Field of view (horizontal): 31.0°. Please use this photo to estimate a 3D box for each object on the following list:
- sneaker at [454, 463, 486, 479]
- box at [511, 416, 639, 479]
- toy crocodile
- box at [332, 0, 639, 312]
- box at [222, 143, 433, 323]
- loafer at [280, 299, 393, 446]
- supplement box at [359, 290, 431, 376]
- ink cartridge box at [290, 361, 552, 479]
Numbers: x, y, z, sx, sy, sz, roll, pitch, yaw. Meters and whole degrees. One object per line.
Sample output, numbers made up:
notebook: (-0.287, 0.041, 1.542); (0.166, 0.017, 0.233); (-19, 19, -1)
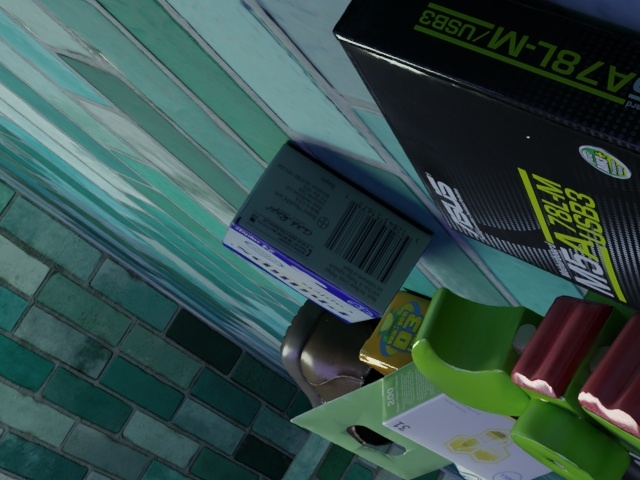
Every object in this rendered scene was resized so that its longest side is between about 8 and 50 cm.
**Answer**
sneaker: (0.248, 0.333, 1.740); (0.086, 0.085, 0.237); (17, 173, -9)
box: (0.293, 0.167, 0.816); (0.295, 0.073, 0.293); (34, 171, -22)
toy crocodile: (0.185, 0.084, 0.584); (0.105, 0.115, 0.340); (39, 168, -34)
box: (0.115, -0.023, 0.471); (0.184, 0.045, 0.190); (24, 167, 27)
box: (0.000, 0.000, 0.862); (0.126, 0.072, 0.137); (33, 171, -3)
loafer: (0.063, 0.192, 1.456); (0.130, 0.134, 0.366); (27, 170, 28)
supplement box: (0.144, 0.139, 1.106); (0.233, 0.078, 0.080); (37, 169, -35)
ink cartridge box: (0.112, 0.171, 1.028); (0.171, 0.056, 0.235); (33, 130, -33)
